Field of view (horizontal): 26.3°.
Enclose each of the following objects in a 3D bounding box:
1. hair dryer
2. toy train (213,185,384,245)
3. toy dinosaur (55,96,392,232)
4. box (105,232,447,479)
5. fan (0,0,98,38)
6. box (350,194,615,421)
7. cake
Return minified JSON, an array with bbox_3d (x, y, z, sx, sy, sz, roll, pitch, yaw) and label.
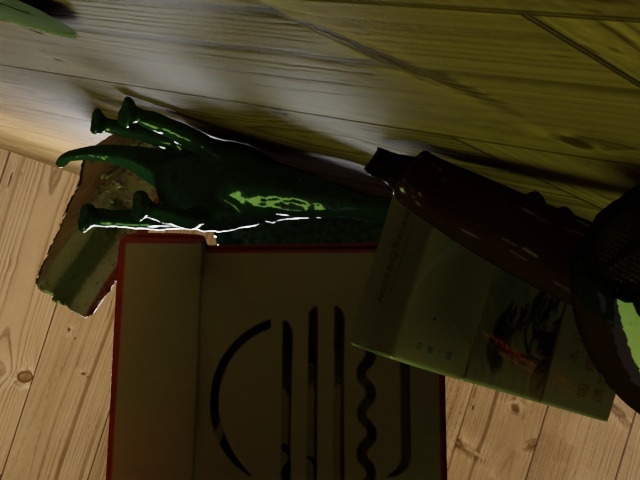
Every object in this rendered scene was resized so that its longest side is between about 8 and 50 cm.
[{"bbox_3d":[0.168,0.028,0.918,0.340,0.123,0.312,31,170,38],"label":"hair dryer"},{"bbox_3d":[0.000,0.000,1.486,0.269,0.115,0.154,18,177,-13],"label":"toy train"},{"bbox_3d":[-0.053,-0.045,1.317,0.331,0.129,0.383,9,-178,-23],"label":"toy dinosaur"},{"bbox_3d":[-0.035,0.185,1.317,0.300,0.314,0.312,0,162,2],"label":"box"},{"bbox_3d":[-0.200,-0.150,0.786,0.191,0.009,0.329,21,179,-34],"label":"fan"},{"bbox_3d":[0.147,0.043,1.073,0.233,0.149,0.067,19,174,-33],"label":"box"},{"bbox_3d":[-0.258,-0.030,1.619,0.086,0.220,0.117,32,180,-27],"label":"cake"}]
